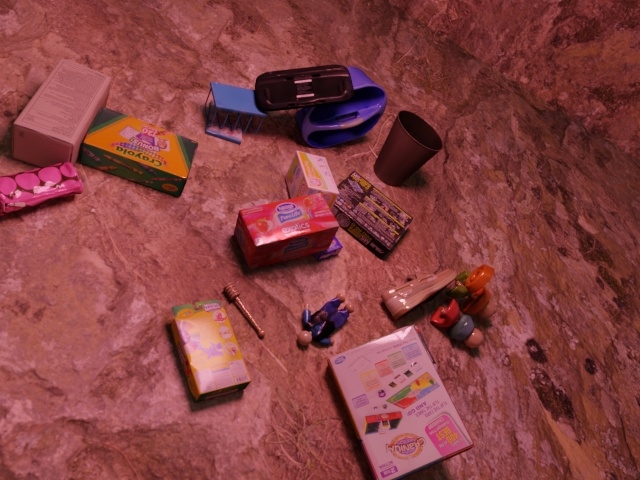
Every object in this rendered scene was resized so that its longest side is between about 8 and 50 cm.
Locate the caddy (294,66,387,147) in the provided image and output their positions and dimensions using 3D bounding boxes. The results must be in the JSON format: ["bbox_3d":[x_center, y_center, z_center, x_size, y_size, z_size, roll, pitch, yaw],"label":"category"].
[{"bbox_3d":[0.070,-0.457,1.899,0.341,0.241,0.179,-20,56,-20],"label":"caddy"}]

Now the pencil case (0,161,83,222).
[{"bbox_3d":[-0.672,-0.122,1.279,0.098,0.095,0.209,18,34,37],"label":"pencil case"}]

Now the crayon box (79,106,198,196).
[{"bbox_3d":[-0.498,-0.246,1.499,0.278,0.081,0.165,19,45,-17],"label":"crayon box"}]

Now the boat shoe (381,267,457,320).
[{"bbox_3d":[0.305,0.138,1.644,0.302,0.109,0.098,-25,70,-37],"label":"boat shoe"}]

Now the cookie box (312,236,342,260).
[{"bbox_3d":[0.000,0.000,1.620,0.092,0.040,0.107,-17,62,-39],"label":"cookie box"}]

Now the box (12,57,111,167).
[{"bbox_3d":[-0.681,-0.333,1.433,0.148,0.121,0.311,20,45,-16],"label":"box"}]

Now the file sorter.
[{"bbox_3d":[-0.279,-0.422,1.748,0.170,0.104,0.118,3,51,-30],"label":"file sorter"}]

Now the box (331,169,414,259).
[{"bbox_3d":[0.155,-0.090,1.781,0.270,0.060,0.216,39,43,4],"label":"box"}]

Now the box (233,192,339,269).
[{"bbox_3d":[-0.096,-0.028,1.496,0.257,0.123,0.128,-14,60,-26],"label":"box"}]

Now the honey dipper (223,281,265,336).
[{"bbox_3d":[-0.189,0.176,1.359,0.030,0.030,0.161,-26,70,-43],"label":"honey dipper"}]

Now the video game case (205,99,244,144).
[{"bbox_3d":[-0.315,-0.393,1.789,0.119,0.015,0.166,15,47,-20],"label":"video game case"}]

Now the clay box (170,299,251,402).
[{"bbox_3d":[-0.258,0.246,1.237,0.127,0.053,0.222,-5,55,-35],"label":"clay box"}]

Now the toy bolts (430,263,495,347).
[{"bbox_3d":[0.471,0.207,1.632,0.158,0.218,0.228,42,61,-1],"label":"toy bolts"}]

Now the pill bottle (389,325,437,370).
[{"bbox_3d":[0.249,0.330,1.437,0.108,0.108,0.180,-2,55,-33],"label":"pill bottle"}]

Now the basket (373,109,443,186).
[{"bbox_3d":[0.301,-0.315,1.947,0.154,0.227,0.204,-24,67,-43],"label":"basket"}]

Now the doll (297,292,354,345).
[{"bbox_3d":[0.004,0.215,1.431,0.129,0.046,0.189,50,51,3],"label":"doll"}]

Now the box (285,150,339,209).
[{"bbox_3d":[-0.029,-0.171,1.673,0.103,0.114,0.203,10,38,-24],"label":"box"}]

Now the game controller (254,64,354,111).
[{"bbox_3d":[-0.054,-0.494,1.748,0.319,0.067,0.166,-7,65,-1],"label":"game controller"}]

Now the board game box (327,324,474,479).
[{"bbox_3d":[0.183,0.391,1.300,0.242,0.064,0.316,-18,61,-10],"label":"board game box"}]
